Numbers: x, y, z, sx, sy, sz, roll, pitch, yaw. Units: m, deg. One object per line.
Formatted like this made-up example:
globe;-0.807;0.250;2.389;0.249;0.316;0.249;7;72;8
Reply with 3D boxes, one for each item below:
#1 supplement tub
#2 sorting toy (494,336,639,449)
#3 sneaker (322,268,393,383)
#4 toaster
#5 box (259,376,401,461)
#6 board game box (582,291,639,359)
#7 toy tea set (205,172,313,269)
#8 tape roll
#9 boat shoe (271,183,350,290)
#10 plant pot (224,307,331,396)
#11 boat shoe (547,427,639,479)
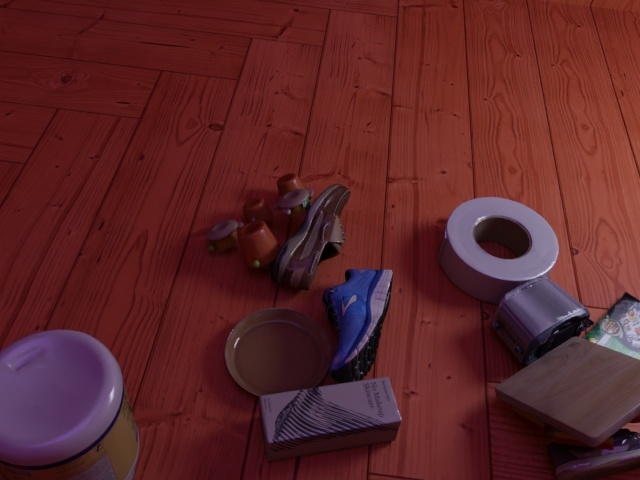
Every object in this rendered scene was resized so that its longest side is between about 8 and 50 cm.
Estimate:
supplement tub;-0.454;0.341;1.230;0.240;0.331;0.241;3;49;-3
sorting toy;0.548;0.328;1.431;0.257;0.089;0.255;-24;22;-24
sneaker;0.066;0.186;1.569;0.147;0.130;0.330;10;40;12
toaster;0.508;0.179;1.600;0.226;0.129;0.146;-24;53;-22
box;0.017;0.363;1.412;0.275;0.094;0.113;-8;50;-11
board game box;0.714;0.235;1.636;0.259;0.030;0.136;-34;61;-30
toy tea set;-0.120;-0.040;1.772;0.336;0.124;0.200;-40;33;-29
tape roll;0.447;0.022;1.751;0.286;0.100;0.286;3;49;-3
boat shoe;0.000;0.000;1.729;0.119;0.123;0.324;27;60;11
plant pot;-0.094;0.254;1.541;0.236;0.032;0.236;2;48;-3
boat shoe;0.602;0.422;1.412;0.285;0.103;0.092;-12;55;-8
